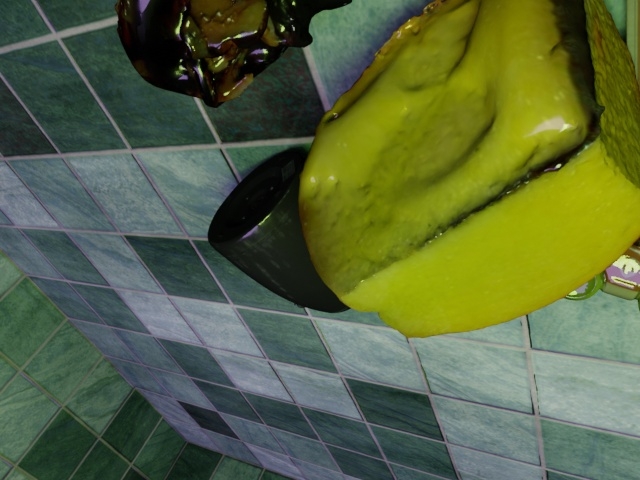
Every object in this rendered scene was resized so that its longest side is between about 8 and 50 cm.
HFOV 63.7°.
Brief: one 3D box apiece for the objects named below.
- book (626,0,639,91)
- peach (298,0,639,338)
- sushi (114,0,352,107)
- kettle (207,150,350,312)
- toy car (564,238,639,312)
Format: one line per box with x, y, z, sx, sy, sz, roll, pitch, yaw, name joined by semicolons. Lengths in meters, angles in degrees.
0.407;-0.170;0.462;0.241;0.018;0.170;11;122;48;book
0.174;-0.097;0.561;0.242;0.306;0.380;22;125;-40;peach
-0.135;-0.286;0.625;0.227;0.213;0.215;-14;125;44;sushi
0.000;0.000;0.894;0.268;0.207;0.290;-35;118;21;kettle
0.402;-0.028;0.641;0.234;0.145;0.235;12;121;22;toy car
